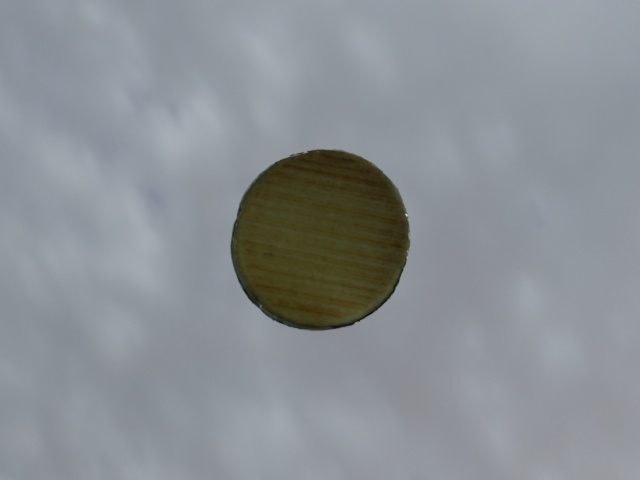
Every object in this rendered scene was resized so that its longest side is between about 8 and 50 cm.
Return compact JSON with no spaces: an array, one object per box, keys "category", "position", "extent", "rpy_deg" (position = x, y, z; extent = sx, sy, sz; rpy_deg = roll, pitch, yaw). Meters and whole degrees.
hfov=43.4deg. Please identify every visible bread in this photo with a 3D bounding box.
[{"category":"bread","position":[0.000,0.000,1.151],"extent":[0.267,0.040,0.266],"rpy_deg":[0,-82,-2]}]
